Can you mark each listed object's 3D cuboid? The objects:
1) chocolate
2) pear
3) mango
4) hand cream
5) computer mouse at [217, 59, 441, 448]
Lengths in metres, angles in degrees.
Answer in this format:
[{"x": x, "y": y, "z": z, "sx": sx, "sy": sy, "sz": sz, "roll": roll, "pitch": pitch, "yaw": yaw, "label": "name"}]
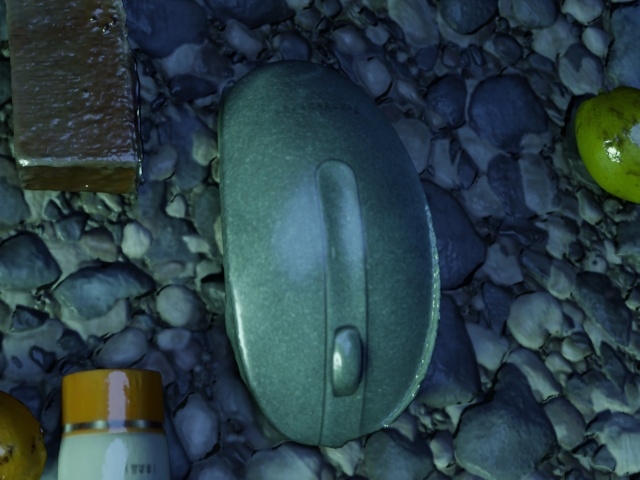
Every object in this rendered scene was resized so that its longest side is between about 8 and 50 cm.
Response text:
[{"x": -0.232, "y": -0.189, "z": 1.209, "sx": 0.111, "sy": 0.112, "sz": 0.321, "roll": -5, "pitch": 75, "yaw": -13, "label": "chocolate"}, {"x": 0.323, "y": -0.101, "z": 1.384, "sx": 0.107, "sy": 0.107, "sz": 0.131, "roll": -30, "pitch": 92, "yaw": -26, "label": "pear"}, {"x": -0.302, "y": 0.164, "z": 1.075, "sx": 0.159, "sy": 0.084, "sz": 0.105, "roll": 3, "pitch": 66, "yaw": -20, "label": "mango"}, {"x": -0.173, "y": 0.264, "z": 1.090, "sx": 0.139, "sy": 0.089, "sz": 0.314, "roll": 5, "pitch": 76, "yaw": -42, "label": "hand cream"}, {"x": -0.001, "y": -0.001, "z": 1.224, "sx": 0.203, "sy": 0.114, "sz": 0.374, "roll": -5, "pitch": 75, "yaw": -23, "label": "computer mouse"}]
